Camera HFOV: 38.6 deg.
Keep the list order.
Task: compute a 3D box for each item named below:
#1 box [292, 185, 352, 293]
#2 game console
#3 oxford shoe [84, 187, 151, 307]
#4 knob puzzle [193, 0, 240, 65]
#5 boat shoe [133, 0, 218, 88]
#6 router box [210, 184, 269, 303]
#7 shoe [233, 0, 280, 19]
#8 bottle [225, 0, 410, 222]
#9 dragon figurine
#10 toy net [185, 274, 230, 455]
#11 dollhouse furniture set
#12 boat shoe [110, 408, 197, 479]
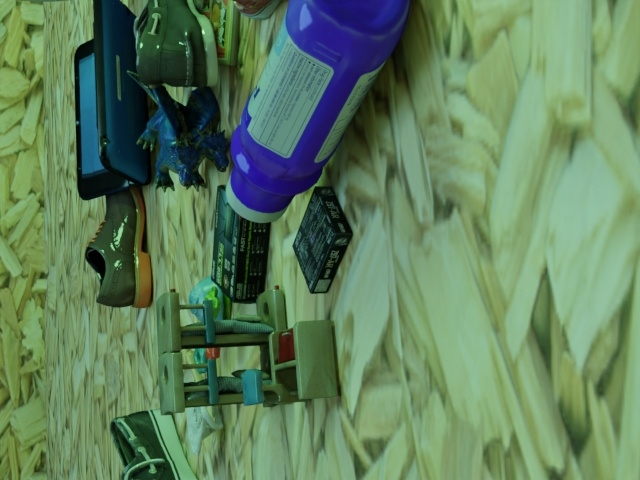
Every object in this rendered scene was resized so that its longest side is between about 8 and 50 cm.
[{"bbox_3d":[0.000,0.000,0.882,0.067,0.018,0.083,-113,33,-41],"label":"box"},{"bbox_3d":[-0.382,-0.234,1.527,0.250,0.173,0.293,36,-131,-77],"label":"game console"},{"bbox_3d":[-0.358,-0.010,1.584,0.097,0.098,0.272,121,141,-49],"label":"oxford shoe"},{"bbox_3d":[-0.149,-0.321,1.199,0.213,0.029,0.213,179,90,-66],"label":"knob puzzle"},{"bbox_3d":[-0.207,-0.265,1.188,0.335,0.095,0.112,-130,37,-64],"label":"boat shoe"},{"bbox_3d":[-0.095,0.002,1.070,0.092,0.038,0.123,-147,60,-63],"label":"router box"},{"bbox_3d":[-0.080,-0.281,0.981,0.178,0.081,0.064,-173,84,-66],"label":"shoe"},{"bbox_3d":[-0.017,-0.120,0.809,0.283,0.092,0.118,-57,6,51],"label":"bottle"},{"bbox_3d":[-0.188,-0.163,1.220,0.144,0.085,0.289,117,144,-45],"label":"dragon figurine"},{"bbox_3d":[-0.136,0.163,1.164,0.122,0.045,0.232,-162,72,-63],"label":"toy net"},{"bbox_3d":[-0.082,0.105,0.932,0.183,0.129,0.129,151,117,-64],"label":"dollhouse furniture set"},{"bbox_3d":[-0.244,0.354,1.324,0.306,0.104,0.113,-122,39,-50],"label":"boat shoe"}]
